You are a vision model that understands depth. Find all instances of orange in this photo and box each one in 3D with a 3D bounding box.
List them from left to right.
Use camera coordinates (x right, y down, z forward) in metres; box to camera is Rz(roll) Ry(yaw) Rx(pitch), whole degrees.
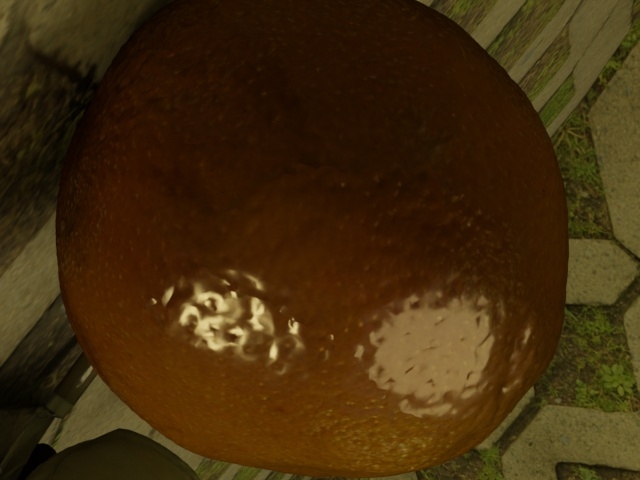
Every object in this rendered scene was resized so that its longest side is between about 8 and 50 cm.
[{"bbox_3d":[0.000,0.000,0.899,0.264,0.264,0.264,-47,171,-10],"label":"orange"}]

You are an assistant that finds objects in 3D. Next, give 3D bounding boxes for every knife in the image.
[{"bbox_3d":[-0.184,0.123,1.217,0.298,0.017,0.047,-54,174,-6],"label":"knife"}]

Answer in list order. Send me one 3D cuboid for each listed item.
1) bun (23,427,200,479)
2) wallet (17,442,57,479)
[{"bbox_3d":[-0.181,0.305,1.181,0.364,0.202,0.364,-50,173,-9],"label":"bun"},{"bbox_3d":[-0.277,0.241,1.271,0.182,0.049,0.229,-58,169,31],"label":"wallet"}]
